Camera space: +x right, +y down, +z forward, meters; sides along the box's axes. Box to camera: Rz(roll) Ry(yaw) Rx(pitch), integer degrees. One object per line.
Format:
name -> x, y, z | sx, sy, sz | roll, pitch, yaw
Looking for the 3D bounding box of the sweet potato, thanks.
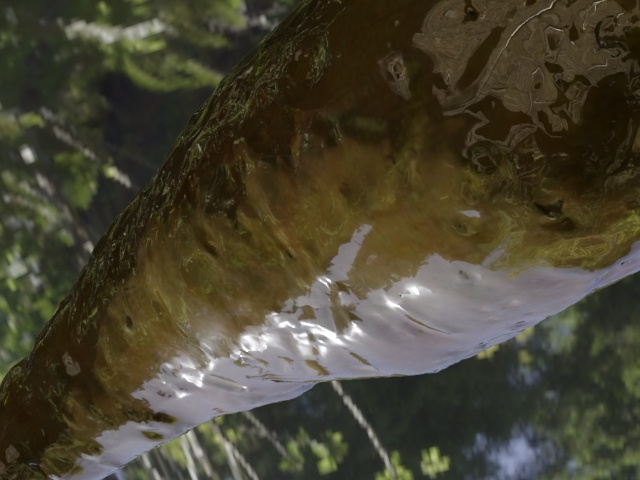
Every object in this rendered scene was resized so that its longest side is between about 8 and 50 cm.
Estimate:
sweet potato -> 0.000, -0.003, 0.571 | 0.423, 0.130, 0.130 | -33, -145, 44
